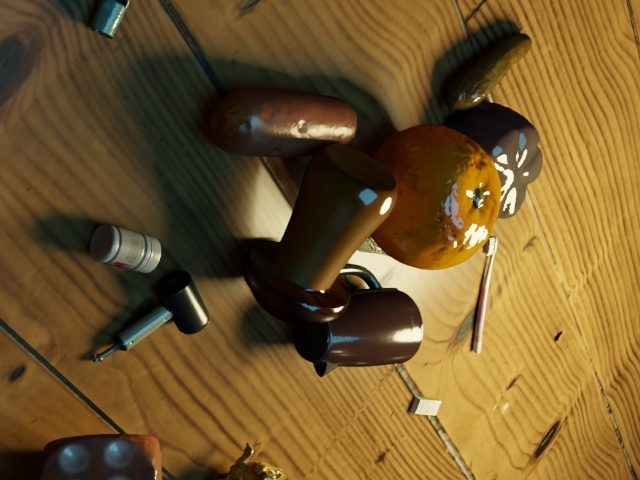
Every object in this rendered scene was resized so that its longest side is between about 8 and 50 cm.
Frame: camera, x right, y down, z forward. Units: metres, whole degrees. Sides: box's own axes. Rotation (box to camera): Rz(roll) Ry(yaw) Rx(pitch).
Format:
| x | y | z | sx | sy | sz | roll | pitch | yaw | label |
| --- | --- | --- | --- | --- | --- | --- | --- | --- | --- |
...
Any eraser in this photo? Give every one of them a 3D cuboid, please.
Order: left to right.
| x | y | z | sx | sy | sz | roll | pitch | yaw | label |
| --- | --- | --- | --- | --- | --- | --- | --- | --- | --- |
| 0.233 | 0.367 | 2.155 | 0.083 | 0.019 | 0.038 | 16 | 98 | -47 | eraser |

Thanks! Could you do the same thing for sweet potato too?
| x | y | z | sx | sy | sz | roll | pitch | yaw | label |
| --- | --- | --- | --- | --- | --- | --- | --- | --- | --- |
| 0.335 | -0.340 | 1.899 | 0.273 | 0.075 | 0.075 | -43 | 134 | -29 | sweet potato |

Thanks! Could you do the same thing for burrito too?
| x | y | z | sx | sy | sz | roll | pitch | yaw | label |
| --- | --- | --- | --- | --- | --- | --- | --- | --- | --- |
| 0.125 | 0.006 | 1.860 | 0.171 | 0.042 | 0.051 | 17 | 125 | -43 | burrito |

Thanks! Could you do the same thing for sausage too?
| x | y | z | sx | sy | sz | roll | pitch | yaw | label |
| --- | --- | --- | --- | --- | --- | --- | --- | --- | --- |
| -0.062 | -0.184 | 1.535 | 0.259 | 0.113 | 0.113 | -4 | 111 | -46 | sausage |

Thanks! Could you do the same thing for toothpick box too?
| x | y | z | sx | sy | sz | roll | pitch | yaw | label |
| --- | --- | --- | --- | --- | --- | --- | --- | --- | --- |
| 0.000 | 0.000 | 1.584 | 0.192 | 0.192 | 0.294 | 4 | 125 | -46 | toothpick box |

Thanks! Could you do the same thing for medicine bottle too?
| x | y | z | sx | sy | sz | roll | pitch | yaw | label |
| --- | --- | --- | --- | --- | --- | --- | --- | --- | --- |
| -0.287 | 0.012 | 1.436 | 0.091 | 0.058 | 0.058 | 18 | 95 | -48 | medicine bottle |

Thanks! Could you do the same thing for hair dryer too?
| x | y | z | sx | sy | sz | roll | pitch | yaw | label |
| --- | --- | --- | --- | --- | --- | --- | --- | --- | --- |
| -0.271 | 0.137 | 1.527 | 0.197 | 0.057 | 0.100 | -34 | 130 | -19 | hair dryer |

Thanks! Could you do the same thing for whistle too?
| x | y | z | sx | sy | sz | roll | pitch | yaw | label |
| --- | --- | --- | --- | --- | --- | --- | --- | --- | --- |
| -0.257 | -0.363 | 1.309 | 0.039 | 0.039 | 0.186 | 26 | 89 | -48 | whistle |

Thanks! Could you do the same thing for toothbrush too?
| x | y | z | sx | sy | sz | roll | pitch | yaw | label |
| --- | --- | --- | --- | --- | --- | --- | --- | --- | --- |
| 0.365 | 0.125 | 2.177 | 0.025 | 0.020 | 0.286 | -10 | 115 | -33 | toothbrush |

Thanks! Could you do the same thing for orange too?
| x | y | z | sx | sy | sz | roll | pitch | yaw | label |
| --- | --- | --- | --- | --- | --- | --- | --- | --- | --- |
| 0.196 | -0.077 | 1.749 | 0.261 | 0.261 | 0.261 | -21 | 122 | -38 | orange |

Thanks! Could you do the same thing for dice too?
| x | y | z | sx | sy | sz | roll | pitch | yaw | label |
| --- | --- | --- | --- | --- | --- | --- | --- | --- | --- |
| -0.318 | 0.380 | 1.435 | 0.174 | 0.175 | 0.179 | 0 | 156 | -10 | dice |

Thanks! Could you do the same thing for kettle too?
| x | y | z | sx | sy | sz | roll | pitch | yaw | label |
| --- | --- | --- | --- | --- | --- | --- | --- | --- | --- |
| 0.061 | 0.143 | 1.799 | 0.232 | 0.144 | 0.202 | 0 | 89 | -42 | kettle |

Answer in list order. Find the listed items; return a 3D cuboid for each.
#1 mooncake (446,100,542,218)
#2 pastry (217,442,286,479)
| x | y | z | sx | sy | sz | roll | pitch | yaw | label |
| --- | --- | --- | --- | --- | --- | --- | --- | --- | --- |
| 0.335 | -0.150 | 1.943 | 0.245 | 0.133 | 0.245 | -28 | 134 | -34 | mooncake |
| -0.117 | 0.490 | 1.784 | 0.102 | 0.154 | 0.250 | -63 | 141 | -48 | pastry |
